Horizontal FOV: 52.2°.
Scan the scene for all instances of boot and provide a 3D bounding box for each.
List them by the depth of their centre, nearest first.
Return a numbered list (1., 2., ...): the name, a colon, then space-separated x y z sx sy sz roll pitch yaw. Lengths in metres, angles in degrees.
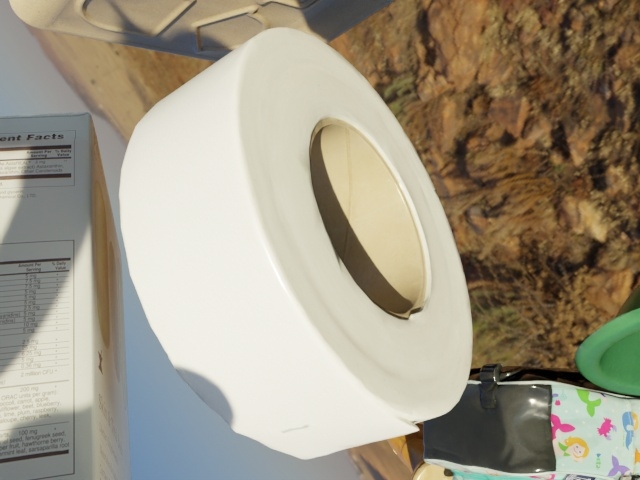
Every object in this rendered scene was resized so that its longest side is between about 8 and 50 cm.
1. boot: 0.154 0.338 0.988 0.211 0.104 0.295 36 175 47

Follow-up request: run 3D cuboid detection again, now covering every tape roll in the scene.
1. tape roll: 0.000 0.000 0.469 0.286 0.100 0.286 39 -142 -40

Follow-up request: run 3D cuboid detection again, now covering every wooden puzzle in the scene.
1. wooden puzzle: -0.121 -0.299 0.721 0.322 0.347 0.081 -16 74 48

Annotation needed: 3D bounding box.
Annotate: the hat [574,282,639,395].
1. hat: 0.317 0.019 0.574 0.173 0.208 0.184 82 -171 -54

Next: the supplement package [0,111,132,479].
1. supplement package: -0.236 0.081 0.433 0.199 0.197 0.263 103 157 -54

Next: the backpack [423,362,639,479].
1. backpack: 0.271 0.234 0.747 0.225 0.253 0.191 151 120 -62
